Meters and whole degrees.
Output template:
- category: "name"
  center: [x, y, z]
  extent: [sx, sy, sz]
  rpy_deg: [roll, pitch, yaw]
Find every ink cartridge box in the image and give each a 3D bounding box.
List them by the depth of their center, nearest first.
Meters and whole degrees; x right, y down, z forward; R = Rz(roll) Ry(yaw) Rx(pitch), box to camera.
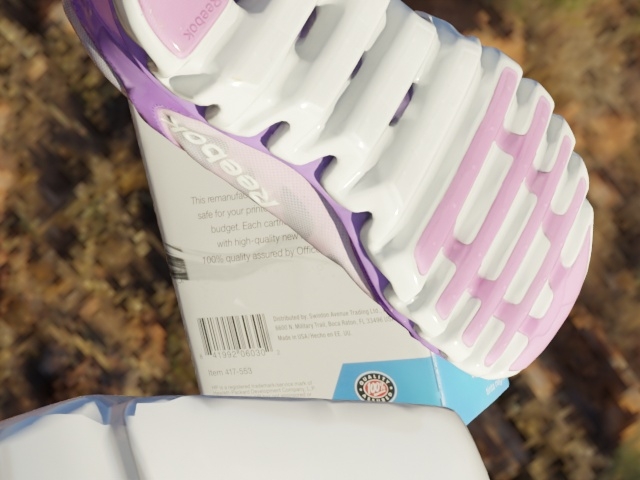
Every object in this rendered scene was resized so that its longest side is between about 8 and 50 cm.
- category: "ink cartridge box"
  center: [0.000, 0.000, 0.886]
  extent: [0.082, 0.139, 0.191]
  rpy_deg: [-27, 108, -57]

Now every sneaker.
- category: "sneaker"
  center: [0.000, -0.042, 0.622]
  extent: [0.236, 0.104, 0.095]
  rpy_deg: [44, 67, -30]

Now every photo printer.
- category: "photo printer"
  center: [0.008, 0.202, 0.539]
  extent: [0.256, 0.107, 0.308]
  rpy_deg: [14, 56, -63]
